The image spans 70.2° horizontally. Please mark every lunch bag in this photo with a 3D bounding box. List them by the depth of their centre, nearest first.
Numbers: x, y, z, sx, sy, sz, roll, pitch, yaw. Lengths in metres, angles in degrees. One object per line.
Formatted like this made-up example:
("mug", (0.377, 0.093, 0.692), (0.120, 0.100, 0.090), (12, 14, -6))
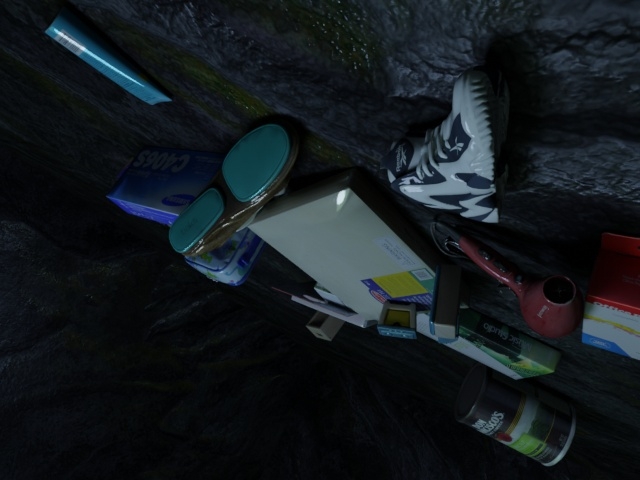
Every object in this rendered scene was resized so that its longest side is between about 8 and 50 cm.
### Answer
("lunch bag", (-0.203, -0.009, 1.068), (0.175, 0.219, 0.090), (12, 157, 39))

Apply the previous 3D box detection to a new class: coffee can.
("coffee can", (0.572, 0.506, 1.357), (0.275, 0.202, 0.202), (25, 162, 7))

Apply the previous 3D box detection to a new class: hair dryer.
("hair dryer", (0.275, 0.063, 0.672), (0.223, 0.080, 0.293), (33, 179, -11))

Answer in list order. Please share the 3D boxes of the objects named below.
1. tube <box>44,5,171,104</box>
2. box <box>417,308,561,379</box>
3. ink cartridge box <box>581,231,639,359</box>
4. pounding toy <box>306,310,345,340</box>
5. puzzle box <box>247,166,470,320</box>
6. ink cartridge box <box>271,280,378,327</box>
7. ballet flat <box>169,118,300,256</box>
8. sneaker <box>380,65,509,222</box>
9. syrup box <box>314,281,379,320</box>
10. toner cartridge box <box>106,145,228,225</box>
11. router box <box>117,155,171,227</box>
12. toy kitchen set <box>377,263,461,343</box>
("tube", (-0.361, -0.304, 0.788), (0.080, 0.052, 0.207), (15, 164, 47))
("box", (0.392, 0.245, 1.148), (0.321, 0.059, 0.232), (24, 162, 11))
("ink cartridge box", (0.441, 0.089, 0.622), (0.134, 0.078, 0.231), (15, 157, 35))
("pounding toy", (0.029, 0.324, 1.800), (0.100, 0.130, 0.141), (49, 156, -19))
("puzzle box", (0.085, 0.037, 0.924), (0.272, 0.052, 0.409), (-16, 135, 41))
("ink cartridge box", (0.024, 0.193, 1.368), (0.274, 0.060, 0.238), (16, -170, 33))
("ballet flat", (-0.136, -0.083, 0.823), (0.124, 0.342, 0.116), (-1, -126, -56))
("sneaker", (0.132, -0.103, 0.529), (0.152, 0.094, 0.235), (9, 165, 26))
("syrup box", (0.112, 0.139, 1.210), (0.236, 0.093, 0.096), (17, 158, 31))
("toner cartridge box", (-0.334, -0.123, 1.042), (0.347, 0.165, 0.075), (13, 156, 38))
("router box", (-0.428, -0.100, 1.371), (0.242, 0.081, 0.309), (24, 161, 12))
("toy kitchen set", (0.182, 0.147, 0.880), (0.165, 0.122, 0.207), (4, 145, 19))
